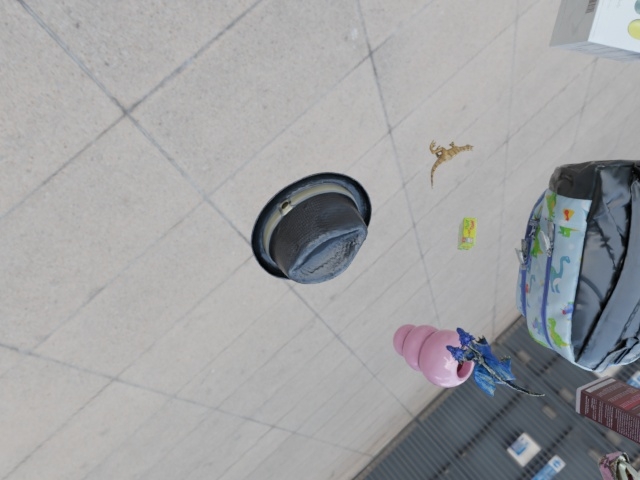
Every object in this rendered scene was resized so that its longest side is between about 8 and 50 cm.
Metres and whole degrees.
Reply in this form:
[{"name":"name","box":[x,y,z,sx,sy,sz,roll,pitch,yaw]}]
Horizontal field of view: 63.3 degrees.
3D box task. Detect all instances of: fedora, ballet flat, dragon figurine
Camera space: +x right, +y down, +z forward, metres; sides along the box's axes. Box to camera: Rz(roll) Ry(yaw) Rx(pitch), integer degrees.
[{"name":"fedora","box":[0.000,0.000,1.287,0.333,0.153,0.334,-12,128,-16]},{"name":"ballet flat","box":[0.653,0.544,1.097,0.079,0.076,0.222,-58,-172,33]},{"name":"dragon figurine","box":[0.435,0.330,1.316,0.085,0.289,0.144,-46,174,20]}]

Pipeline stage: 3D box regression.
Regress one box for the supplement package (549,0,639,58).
[{"name":"supplement package","box":[0.827,-0.620,1.435,0.262,0.198,0.200,8,105,-9]}]

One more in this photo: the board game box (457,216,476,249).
[{"name":"board game box","box":[0.517,-0.021,1.837,0.181,0.043,0.092,36,59,-78]}]

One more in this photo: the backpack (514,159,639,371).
[{"name":"backpack","box":[0.491,0.046,0.908,0.289,0.273,0.356,-4,94,-21]}]

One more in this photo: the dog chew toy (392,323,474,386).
[{"name":"dog chew toy","box":[0.403,0.406,1.929,0.206,0.331,0.207,-11,108,-35]}]

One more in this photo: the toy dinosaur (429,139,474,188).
[{"name":"toy dinosaur","box":[0.390,-0.265,1.641,0.211,0.112,0.064,-36,139,-12]}]

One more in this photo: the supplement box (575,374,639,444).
[{"name":"supplement box","box":[0.778,0.427,1.280,0.130,0.239,0.073,-11,105,-25]}]
